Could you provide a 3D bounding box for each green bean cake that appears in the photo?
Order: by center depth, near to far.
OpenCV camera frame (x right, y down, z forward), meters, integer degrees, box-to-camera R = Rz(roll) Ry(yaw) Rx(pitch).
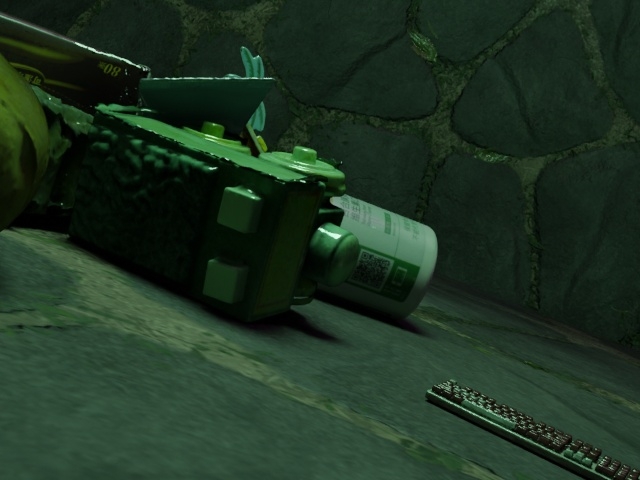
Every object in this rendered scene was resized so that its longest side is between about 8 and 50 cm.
[{"bbox_3d":[-0.337,-0.108,0.795,0.255,0.132,0.241,21,0,12],"label":"green bean cake"}]

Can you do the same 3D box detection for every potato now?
[{"bbox_3d":[-0.266,-0.071,0.521,0.248,0.143,0.169,18,-38,51],"label":"potato"}]

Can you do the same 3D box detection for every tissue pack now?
[{"bbox_3d":[-0.443,-0.214,1.204,0.370,0.210,0.198,19,-2,-12],"label":"tissue pack"}]

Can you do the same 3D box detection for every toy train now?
[{"bbox_3d":[-0.099,-0.029,0.769,0.271,0.159,0.188,22,13,25],"label":"toy train"}]

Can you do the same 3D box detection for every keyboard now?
[{"bbox_3d":[0.164,0.148,0.626,0.166,0.017,0.055,23,4,27],"label":"keyboard"}]

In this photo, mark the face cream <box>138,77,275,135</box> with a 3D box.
[{"bbox_3d":[-0.164,-0.106,0.974,0.135,0.086,0.385,-4,-15,-18],"label":"face cream"}]

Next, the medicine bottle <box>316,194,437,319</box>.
[{"bbox_3d":[0.000,0.000,1.026,0.274,0.133,0.133,19,4,-15],"label":"medicine bottle"}]

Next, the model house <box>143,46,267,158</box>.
[{"bbox_3d":[-0.176,-0.205,1.527,0.323,0.340,0.300,24,4,-21],"label":"model house"}]
